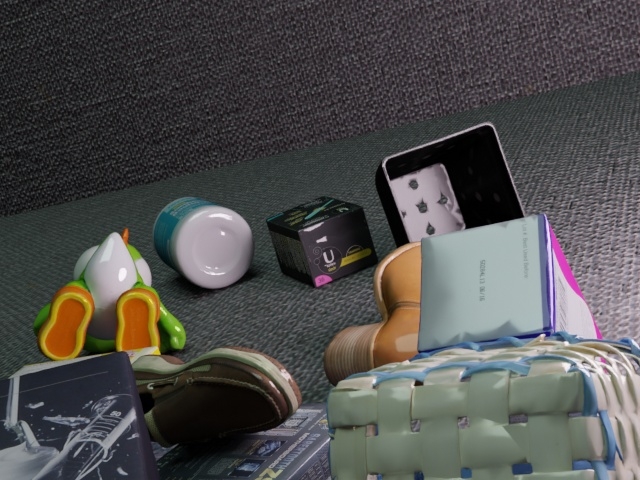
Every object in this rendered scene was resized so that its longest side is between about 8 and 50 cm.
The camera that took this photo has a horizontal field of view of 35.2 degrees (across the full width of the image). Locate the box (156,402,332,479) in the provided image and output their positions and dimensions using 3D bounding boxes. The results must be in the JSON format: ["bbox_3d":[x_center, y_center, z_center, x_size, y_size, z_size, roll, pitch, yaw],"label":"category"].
[{"bbox_3d":[-0.079,0.233,0.969,0.183,0.059,0.232,-8,16,35],"label":"box"}]

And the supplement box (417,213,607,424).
[{"bbox_3d":[0.173,0.089,0.872,0.113,0.220,0.111,-12,52,24],"label":"supplement box"}]

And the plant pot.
[{"bbox_3d":[0.183,-0.058,1.563,0.187,0.188,0.167,-20,3,-14],"label":"plant pot"}]

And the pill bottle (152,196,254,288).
[{"bbox_3d":[-0.225,-0.003,1.855,0.146,0.146,0.264,-21,15,-18],"label":"pill bottle"}]

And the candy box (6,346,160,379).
[{"bbox_3d":[-0.304,0.172,1.223,0.205,0.027,0.105,-10,13,22],"label":"candy box"}]

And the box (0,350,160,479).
[{"bbox_3d":[-0.267,0.257,0.672,0.343,0.179,0.312,-13,24,-10],"label":"box"}]

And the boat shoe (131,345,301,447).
[{"bbox_3d":[-0.126,0.169,0.994,0.257,0.095,0.095,-13,25,48],"label":"boat shoe"}]

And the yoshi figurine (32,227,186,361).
[{"bbox_3d":[-0.319,0.115,1.500,0.203,0.204,0.362,-37,14,-1],"label":"yoshi figurine"}]

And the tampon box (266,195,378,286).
[{"bbox_3d":[0.000,0.000,1.681,0.120,0.101,0.161,-22,16,-18],"label":"tampon box"}]

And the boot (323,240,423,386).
[{"bbox_3d":[0.154,0.079,1.183,0.220,0.109,0.283,-8,19,35],"label":"boot"}]

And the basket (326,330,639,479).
[{"bbox_3d":[0.141,0.171,0.729,0.254,0.201,0.289,-10,-11,30],"label":"basket"}]
